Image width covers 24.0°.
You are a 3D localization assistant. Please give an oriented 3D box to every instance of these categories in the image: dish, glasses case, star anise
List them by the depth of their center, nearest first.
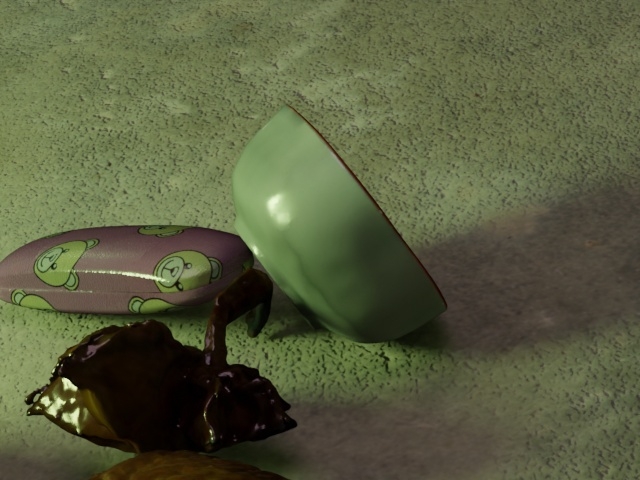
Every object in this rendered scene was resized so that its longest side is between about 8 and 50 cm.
[{"bbox_3d":[-0.122,0.117,1.350,0.237,0.148,0.346,1,13,25],"label":"star anise"},{"bbox_3d":[0.000,0.000,1.447,0.117,0.256,0.256,-38,36,-2],"label":"dish"},{"bbox_3d":[-0.210,0.029,1.563,0.316,0.076,0.123,0,21,37],"label":"glasses case"}]

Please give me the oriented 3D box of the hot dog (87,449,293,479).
[{"bbox_3d":[-0.052,0.276,1.086,0.267,0.174,0.387,-31,26,-31],"label":"hot dog"}]
